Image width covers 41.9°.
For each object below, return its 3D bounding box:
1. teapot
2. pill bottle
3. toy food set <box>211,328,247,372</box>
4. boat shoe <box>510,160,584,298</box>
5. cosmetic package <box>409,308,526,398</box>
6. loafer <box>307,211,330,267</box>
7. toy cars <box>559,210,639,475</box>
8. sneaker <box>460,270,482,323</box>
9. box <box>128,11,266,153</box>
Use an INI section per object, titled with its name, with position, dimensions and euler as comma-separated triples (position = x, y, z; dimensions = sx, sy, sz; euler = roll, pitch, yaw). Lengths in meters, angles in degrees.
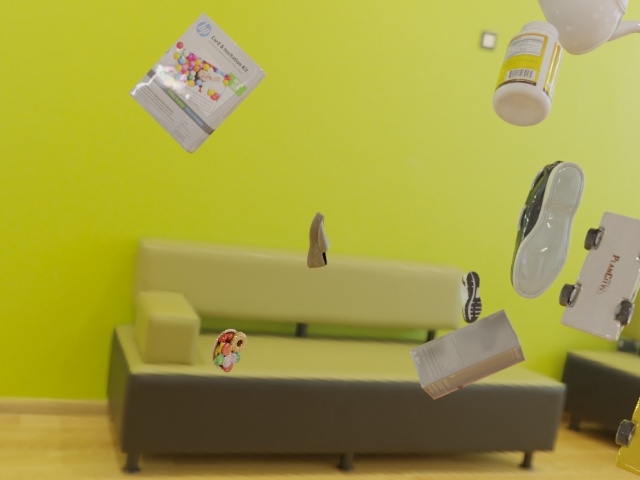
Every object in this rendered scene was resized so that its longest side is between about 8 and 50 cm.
[teapot]
position = 0.591, -0.551, 1.844
dimensions = 0.187, 0.253, 0.256
euler = -26, -9, 29
[pill bottle]
position = 0.427, -0.346, 1.707
dimensions = 0.117, 0.215, 0.117
euler = 16, -30, 10
[toy food set]
position = -0.178, 0.212, 1.614
dimensions = 0.020, 0.083, 0.083
euler = 13, -9, 34
[boat shoe]
position = 0.475, -0.023, 1.787
dimensions = 0.114, 0.303, 0.091
euler = 25, -2, -17
[cosmetic package]
position = 0.336, 0.260, 1.897
dimensions = 0.238, 0.107, 0.127
euler = -24, -30, 11
[loafer]
position = 0.000, 0.000, 1.992
dimensions = 0.050, 0.148, 0.056
euler = 10, 30, 8
[toy cars]
position = 0.447, 0.149, 1.173
dimensions = 0.176, 0.394, 0.087
euler = -22, -29, 14
[sneaker]
position = 0.313, 0.121, 1.751
dimensions = 0.040, 0.109, 0.044
euler = 9, -14, -14
[box]
position = -0.205, -0.262, 1.399
dimensions = 0.145, 0.186, 0.038
euler = 45, 4, 6
